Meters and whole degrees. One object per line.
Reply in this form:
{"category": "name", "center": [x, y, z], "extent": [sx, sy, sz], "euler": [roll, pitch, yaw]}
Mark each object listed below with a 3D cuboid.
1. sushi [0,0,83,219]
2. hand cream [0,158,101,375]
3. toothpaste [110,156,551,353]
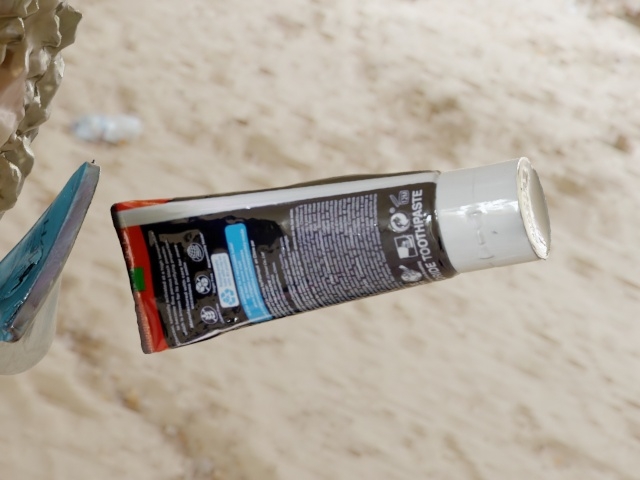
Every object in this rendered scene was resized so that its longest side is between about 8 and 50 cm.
{"category": "sushi", "center": [-0.308, -0.084, 0.908], "extent": [0.285, 0.329, 0.328], "euler": [24, 46, 8]}
{"category": "hand cream", "center": [-0.134, 0.026, 0.816], "extent": [0.048, 0.083, 0.224], "euler": [27, -19, -8]}
{"category": "toothpaste", "center": [0.000, 0.000, 0.789], "extent": [0.193, 0.071, 0.045], "euler": [-12, 7, 20]}
